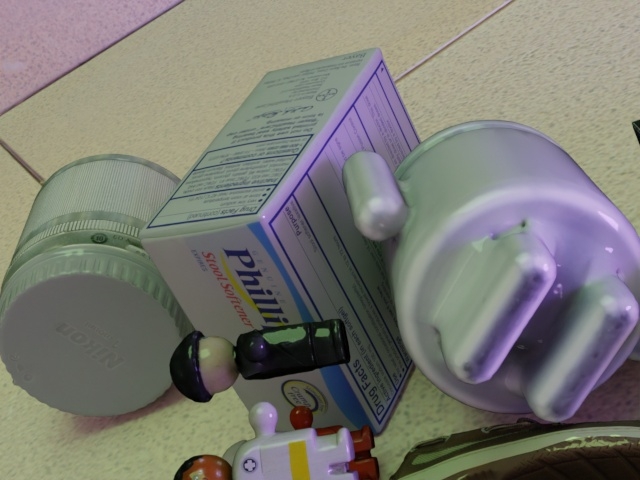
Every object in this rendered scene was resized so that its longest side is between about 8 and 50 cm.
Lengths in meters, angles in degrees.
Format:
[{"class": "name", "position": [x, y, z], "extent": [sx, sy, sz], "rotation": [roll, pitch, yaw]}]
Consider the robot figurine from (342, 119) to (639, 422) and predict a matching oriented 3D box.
[{"class": "robot figurine", "position": [0.154, 0.012, 0.903], "extent": [0.199, 0.300, 0.353], "rotation": [-57, 12, 17]}]

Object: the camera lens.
[{"class": "camera lens", "position": [-0.248, 0.042, 1.228], "extent": [0.219, 0.219, 0.274], "rotation": [-22, 30, 10]}]

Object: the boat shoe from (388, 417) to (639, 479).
[{"class": "boat shoe", "position": [0.169, 0.171, 0.819], "extent": [0.258, 0.095, 0.095], "rotation": [-14, 26, 23]}]

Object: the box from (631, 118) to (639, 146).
[{"class": "box", "position": [0.420, -0.057, 0.802], "extent": [0.257, 0.079, 0.322], "rotation": [-27, 28, 8]}]

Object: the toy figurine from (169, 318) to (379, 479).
[{"class": "toy figurine", "position": [-0.036, 0.185, 0.843], "extent": [0.148, 0.213, 0.209], "rotation": [-10, 37, 6]}]

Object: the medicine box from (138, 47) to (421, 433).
[{"class": "medicine box", "position": [0.000, 0.000, 1.048], "extent": [0.149, 0.263, 0.289], "rotation": [-5, 36, 35]}]
